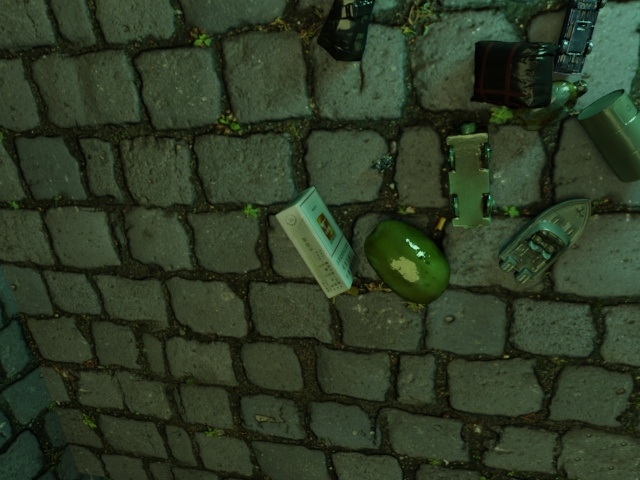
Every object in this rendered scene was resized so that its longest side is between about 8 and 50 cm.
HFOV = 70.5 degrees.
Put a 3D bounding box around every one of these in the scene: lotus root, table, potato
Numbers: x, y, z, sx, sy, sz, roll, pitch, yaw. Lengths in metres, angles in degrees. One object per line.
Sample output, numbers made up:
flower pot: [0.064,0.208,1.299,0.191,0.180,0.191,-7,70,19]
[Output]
lotus root: [0.637,-0.380,1.252,0.192,0.088,0.113,-29,118,24]
table: [0.814,-0.279,1.222,0.126,0.126,0.220,-37,99,26]
potato: [0.284,0.069,1.483,0.304,0.216,0.216,39,118,8]

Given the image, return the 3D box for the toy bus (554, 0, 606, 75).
toy bus: [0.661,-0.554,1.166,0.079,0.094,0.236,7,116,6]

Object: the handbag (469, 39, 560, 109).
handbag: [0.507,-0.439,1.203,0.215,0.155,0.169,33,128,50]

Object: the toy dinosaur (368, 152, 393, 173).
toy dinosaur: [0.196,-0.249,1.465,0.083,0.030,0.047,-37,98,25]

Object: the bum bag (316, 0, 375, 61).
bum bag: [0.093,-0.681,1.274,0.144,0.095,0.340,14,118,-7]

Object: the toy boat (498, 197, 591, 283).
toy boat: [0.697,-0.008,1.391,0.141,0.092,0.319,35,116,-3]

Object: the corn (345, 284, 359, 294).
corn: [0.097,0.176,1.673,0.092,0.037,0.037,15,116,8]

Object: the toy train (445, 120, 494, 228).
toy train: [0.447,-0.198,1.347,0.129,0.159,0.326,-3,116,20]

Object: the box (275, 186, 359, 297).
box: [0.001,0.000,1.528,0.095,0.210,0.330,-25,104,23]
